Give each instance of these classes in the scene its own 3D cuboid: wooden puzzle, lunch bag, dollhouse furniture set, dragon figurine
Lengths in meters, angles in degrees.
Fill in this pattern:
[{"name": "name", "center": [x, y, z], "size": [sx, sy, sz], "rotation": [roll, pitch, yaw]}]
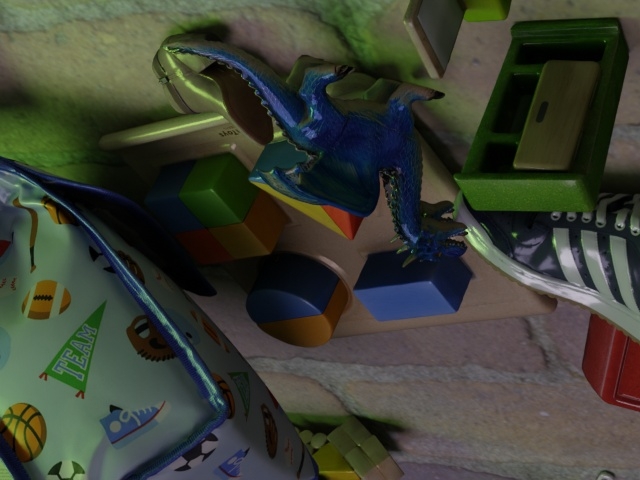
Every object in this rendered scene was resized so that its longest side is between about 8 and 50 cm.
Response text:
[{"name": "wooden puzzle", "center": [0.000, 0.000, 1.544], "size": [0.322, 0.081, 0.348], "rotation": [-10, 137, 41]}, {"name": "lunch bag", "center": [-0.205, 0.105, 1.589], "size": [0.385, 0.239, 0.328], "rotation": [51, 179, 25]}, {"name": "dollhouse furniture set", "center": [0.226, -0.136, 1.125], "size": [0.301, 0.151, 0.197], "rotation": [1, 143, 30]}, {"name": "dragon figurine", "center": [0.008, -0.067, 1.319], "size": [0.289, 0.144, 0.085], "rotation": [12, -175, -29]}]

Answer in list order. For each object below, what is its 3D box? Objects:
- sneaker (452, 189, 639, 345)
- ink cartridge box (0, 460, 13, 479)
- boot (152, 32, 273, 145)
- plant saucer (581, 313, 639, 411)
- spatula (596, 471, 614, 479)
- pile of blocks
[{"name": "sneaker", "center": [0.248, -0.012, 1.363], "size": [0.282, 0.099, 0.153], "rotation": [31, 133, 16]}, {"name": "ink cartridge box", "center": [-0.422, 0.346, 2.162], "size": [0.296, 0.261, 0.066], "rotation": [-5, 139, 37]}, {"name": "boot", "center": [-0.094, -0.123, 1.416], "size": [0.087, 0.042, 0.118], "rotation": [-22, 98, 52]}, {"name": "plant saucer", "center": [0.369, 0.107, 1.517], "size": [0.259, 0.048, 0.258], "rotation": [14, 148, 11]}, {"name": "spatula", "center": [0.358, 0.337, 1.911], "size": [0.168, 0.019, 0.242], "rotation": [24, 148, 7]}, {"name": "pile of blocks", "center": [-0.060, 0.291, 1.965], "size": [0.362, 0.149, 0.113], "rotation": [-2, 142, 32]}]
